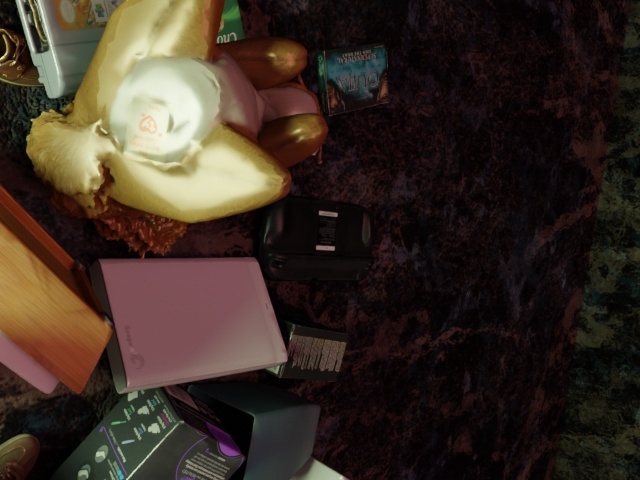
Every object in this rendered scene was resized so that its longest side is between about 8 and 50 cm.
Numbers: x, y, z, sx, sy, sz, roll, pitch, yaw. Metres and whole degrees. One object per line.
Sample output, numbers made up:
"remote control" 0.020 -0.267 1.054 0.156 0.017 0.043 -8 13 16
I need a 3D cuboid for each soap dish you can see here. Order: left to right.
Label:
"soap dish" -0.385 0.027 0.770 0.118 0.229 0.291 -39 128 -10

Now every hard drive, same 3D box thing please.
"hard drive" -0.204 0.125 1.046 0.308 0.040 0.203 1 62 -46

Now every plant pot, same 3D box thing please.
"plant pot" -0.115 0.358 1.190 0.234 0.165 0.165 6 96 -53

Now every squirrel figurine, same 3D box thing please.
"squirrel figurine" -0.178 -0.148 0.905 0.281 0.397 0.370 65 17 -3

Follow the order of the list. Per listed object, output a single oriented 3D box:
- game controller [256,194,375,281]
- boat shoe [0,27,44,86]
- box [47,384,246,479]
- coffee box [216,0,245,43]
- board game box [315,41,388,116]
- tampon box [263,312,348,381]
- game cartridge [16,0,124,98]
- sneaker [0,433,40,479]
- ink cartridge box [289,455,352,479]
"game controller" 0.000 0.000 1.297 0.319 0.067 0.166 4 83 -47
"boat shoe" -0.401 -0.236 0.814 0.178 0.060 0.064 7 95 -46
"box" -0.279 0.367 0.989 0.270 0.143 0.165 -48 131 -6
"coffee box" -0.177 -0.338 1.031 0.113 0.040 0.184 -28 119 -38
"board game box" 0.068 -0.328 1.296 0.186 0.026 0.126 -23 115 -40
"tampon box" -0.049 0.205 1.242 0.161 0.120 0.101 19 86 -46
"game cartridge" -0.312 -0.351 0.846 0.198 0.062 0.297 -30 116 -49
"sneaker" -0.461 0.362 0.896 0.188 0.071 0.066 -50 130 -25
"ink cartridge box" -0.002 0.575 1.329 0.270 0.198 0.197 47 68 -42
